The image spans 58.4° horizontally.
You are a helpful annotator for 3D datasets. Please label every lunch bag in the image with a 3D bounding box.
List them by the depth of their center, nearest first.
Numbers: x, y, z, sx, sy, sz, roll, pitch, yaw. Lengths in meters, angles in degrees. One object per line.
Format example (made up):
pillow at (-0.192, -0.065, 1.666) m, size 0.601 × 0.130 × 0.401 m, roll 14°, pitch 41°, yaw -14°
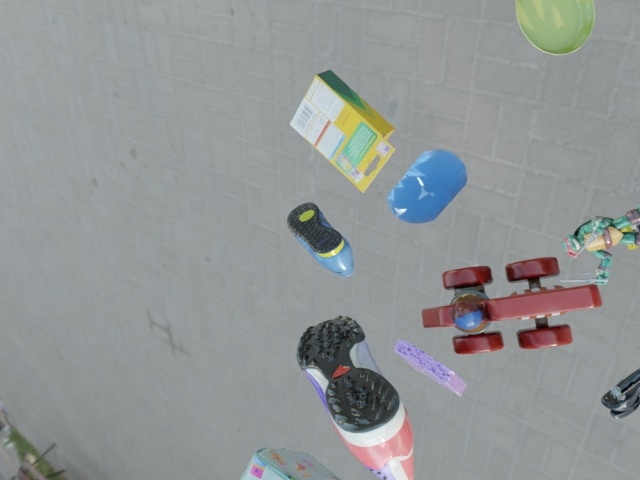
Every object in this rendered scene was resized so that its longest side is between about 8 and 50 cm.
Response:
lunch bag at (-0.016, 0.477, 1.016) m, size 0.224 × 0.107 × 0.279 m, roll 31°, pitch 174°, yaw 32°

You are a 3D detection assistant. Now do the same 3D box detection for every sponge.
sponge at (0.219, 0.252, 1.124) m, size 0.117 × 0.031 × 0.210 m, roll 29°, pitch 172°, yaw 28°

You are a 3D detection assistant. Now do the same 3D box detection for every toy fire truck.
toy fire truck at (0.336, 0.121, 1.054) m, size 0.303 × 0.254 × 0.169 m, roll -9°, pitch 80°, yaw 16°

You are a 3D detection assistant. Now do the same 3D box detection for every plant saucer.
plant saucer at (0.620, -0.611, 1.533) m, size 0.240 × 0.241 × 0.037 m, roll 63°, pitch 168°, yaw -7°

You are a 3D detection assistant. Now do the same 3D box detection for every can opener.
can opener at (0.703, 0.315, 1.265) m, size 0.073 × 0.186 × 0.059 m, roll 46°, pitch -178°, yaw -45°

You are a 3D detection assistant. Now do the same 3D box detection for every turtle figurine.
turtle figurine at (0.608, -0.003, 1.219) m, size 0.234 × 0.118 × 0.175 m, roll -21°, pitch 131°, yaw 20°

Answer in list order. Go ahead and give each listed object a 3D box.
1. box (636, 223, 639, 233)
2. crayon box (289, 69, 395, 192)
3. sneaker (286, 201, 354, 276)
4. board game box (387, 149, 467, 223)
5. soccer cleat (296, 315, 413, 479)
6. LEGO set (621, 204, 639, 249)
box at (0.630, -0.046, 0.838) m, size 0.261 × 0.185 × 0.103 m, roll 90°, pitch 165°, yaw -73°
crayon box at (0.079, -0.327, 1.725) m, size 0.323 × 0.083 × 0.203 m, roll 45°, pitch 135°, yaw 9°
sneaker at (0.000, 0.000, 1.038) m, size 0.082 × 0.069 × 0.209 m, roll 57°, pitch 175°, yaw -35°
board game box at (0.211, -0.112, 1.153) m, size 0.168 × 0.133 × 0.033 m, roll -51°, pitch 33°, yaw 21°
soccer cleat at (0.044, 0.208, 0.800) m, size 0.318 × 0.109 × 0.116 m, roll -131°, pitch 18°, yaw -70°
LEGO set at (0.900, -0.031, 1.610) m, size 0.227 × 0.087 × 0.093 m, roll 106°, pitch 155°, yaw -67°
